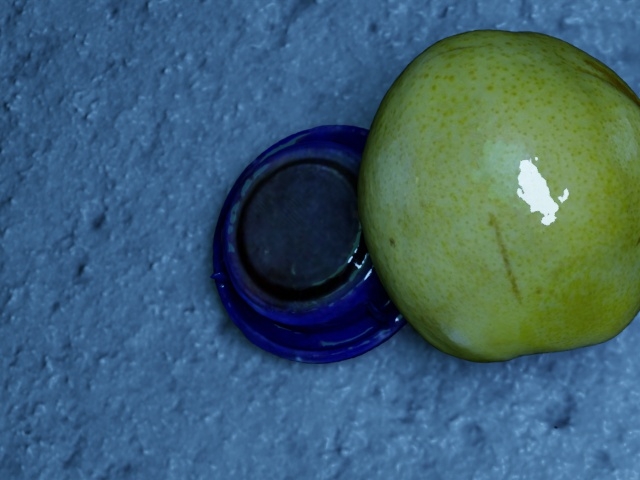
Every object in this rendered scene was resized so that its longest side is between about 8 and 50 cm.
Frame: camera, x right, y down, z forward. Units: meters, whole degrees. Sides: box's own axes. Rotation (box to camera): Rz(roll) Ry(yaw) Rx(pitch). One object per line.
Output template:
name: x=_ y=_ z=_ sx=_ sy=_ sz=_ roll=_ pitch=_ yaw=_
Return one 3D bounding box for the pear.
pear: x=0.185 y=-0.042 z=1.239 sx=0.314 sy=0.314 sz=0.314 roll=-5 pitch=76 yaw=21

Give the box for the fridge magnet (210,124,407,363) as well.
fridge magnet: x=0.000 y=0.000 z=1.408 sx=0.265 sy=0.112 sz=0.265 roll=-6 pitch=74 yaw=21
